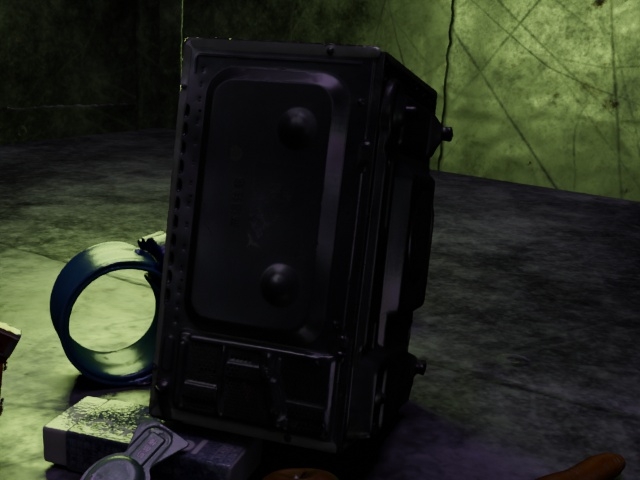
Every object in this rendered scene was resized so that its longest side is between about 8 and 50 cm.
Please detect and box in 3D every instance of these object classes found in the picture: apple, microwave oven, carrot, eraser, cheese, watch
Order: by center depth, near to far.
[{"bbox_3d":[-0.019,0.241,0.779,0.090,0.074,0.089,2,12,0],"label":"apple"},{"bbox_3d":[-0.185,0.222,0.829,0.067,0.026,0.120,27,54,24],"label":"cheese"},{"bbox_3d":[0.234,0.251,0.866,0.248,0.043,0.043,-8,18,-42],"label":"carrot"},{"bbox_3d":[-0.173,0.214,0.908,0.213,0.046,0.092,7,15,17],"label":"eraser"},{"bbox_3d":[0.000,0.000,0.990,0.247,0.394,0.333,7,3,16],"label":"microwave oven"},{"bbox_3d":[-0.243,0.093,1.134,0.200,0.196,0.171,-26,14,-18],"label":"watch"}]

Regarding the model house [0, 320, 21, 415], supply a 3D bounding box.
[{"bbox_3d":[-0.421,0.110,0.895,0.207,0.154,0.294,33,4,-23],"label":"model house"}]
